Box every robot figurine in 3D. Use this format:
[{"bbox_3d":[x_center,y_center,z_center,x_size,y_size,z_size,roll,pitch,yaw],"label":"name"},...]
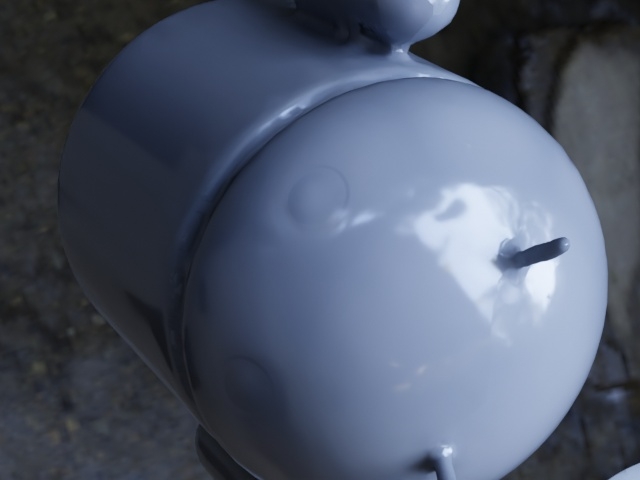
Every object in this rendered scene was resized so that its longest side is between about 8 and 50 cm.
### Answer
[{"bbox_3d":[0.000,0.000,0.829,0.199,0.353,0.300,-2,110,-26],"label":"robot figurine"}]

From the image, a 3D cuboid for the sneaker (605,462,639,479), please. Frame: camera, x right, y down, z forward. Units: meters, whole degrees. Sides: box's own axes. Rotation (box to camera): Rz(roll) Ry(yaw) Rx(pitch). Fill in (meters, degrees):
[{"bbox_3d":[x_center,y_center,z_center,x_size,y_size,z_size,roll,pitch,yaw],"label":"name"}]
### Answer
[{"bbox_3d":[0.267,0.269,1.356,0.169,0.108,0.292,59,16,20],"label":"sneaker"}]
